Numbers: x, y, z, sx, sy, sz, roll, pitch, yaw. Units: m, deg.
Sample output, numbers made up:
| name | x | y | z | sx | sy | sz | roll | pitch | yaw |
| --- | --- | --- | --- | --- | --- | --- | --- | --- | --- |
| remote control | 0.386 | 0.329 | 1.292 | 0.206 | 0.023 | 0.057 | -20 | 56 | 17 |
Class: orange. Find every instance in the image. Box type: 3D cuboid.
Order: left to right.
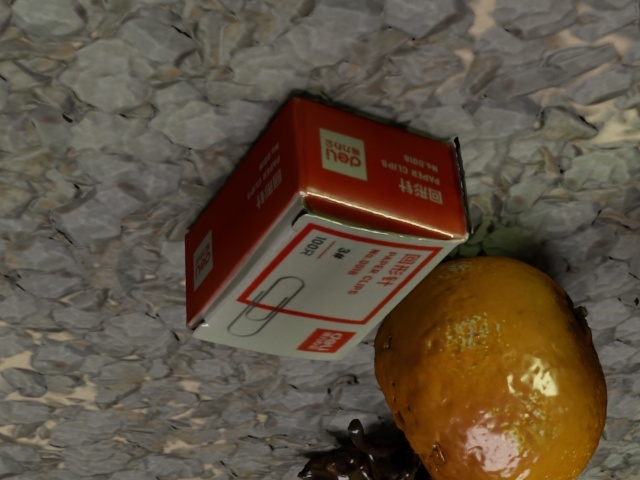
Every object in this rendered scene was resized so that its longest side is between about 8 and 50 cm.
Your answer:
| name | x | y | z | sx | sy | sz | roll | pitch | yaw |
| --- | --- | --- | --- | --- | --- | --- | --- | --- | --- |
| orange | 0.132 | 0.103 | 1.103 | 0.161 | 0.193 | 0.193 | -24 | 141 | 15 |

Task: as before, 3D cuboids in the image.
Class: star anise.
| name | x | y | z | sx | sy | sz | roll | pitch | yaw |
| --- | --- | --- | --- | --- | --- | --- | --- | --- | --- |
| star anise | 0.077 | 0.215 | 1.339 | 0.177 | 0.073 | 0.234 | 14 | 158 | -11 |

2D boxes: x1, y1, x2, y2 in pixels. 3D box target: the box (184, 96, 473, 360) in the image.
| name | x | y | z | sx | sy | sz | roll | pitch | yaw |
| --- | --- | --- | --- | --- | --- | --- | --- | --- | --- |
| box | 0.000 | 0.000 | 1.016 | 0.133 | 0.099 | 0.182 | 14 | 141 | -27 |
